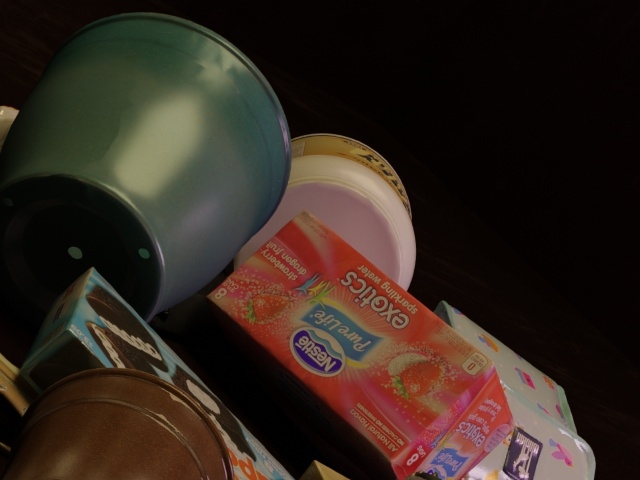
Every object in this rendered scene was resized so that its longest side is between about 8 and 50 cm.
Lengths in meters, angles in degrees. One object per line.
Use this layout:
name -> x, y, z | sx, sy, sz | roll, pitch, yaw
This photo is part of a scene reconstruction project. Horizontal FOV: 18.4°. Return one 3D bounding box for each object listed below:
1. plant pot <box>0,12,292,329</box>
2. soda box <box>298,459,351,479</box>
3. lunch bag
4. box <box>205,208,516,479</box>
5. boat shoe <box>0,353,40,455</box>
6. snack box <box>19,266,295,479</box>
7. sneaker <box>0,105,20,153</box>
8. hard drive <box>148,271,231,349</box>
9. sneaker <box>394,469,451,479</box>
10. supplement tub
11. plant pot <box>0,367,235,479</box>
plant pot -> -0.191, -0.043, 1.875 | 0.271, 0.271, 0.255 | 37, 33, -6
soda box -> 0.023, 0.277, 1.793 | 0.061, 0.058, 0.181 | 32, 13, -27
lunch bag -> 0.192, 0.230, 2.283 | 0.223, 0.160, 0.262 | 36, 22, -25
box -> 0.040, 0.127, 2.063 | 0.300, 0.154, 0.142 | 40, -15, 33
boat shoe -> -0.274, 0.111, 1.520 | 0.190, 0.068, 0.072 | 33, 23, -23
snack box -> -0.108, 0.177, 1.638 | 0.322, 0.060, 0.187 | 47, 9, -11
sneaker -> -0.345, -0.064, 1.968 | 0.121, 0.099, 0.262 | 49, 21, 17
hard drive -> -0.172, 0.040, 2.149 | 0.172, 0.054, 0.254 | 45, 13, 32
sneaker -> 0.079, 0.286, 1.889 | 0.078, 0.106, 0.234 | 30, -15, 1
supplement tub -> 0.000, 0.000, 2.386 | 0.228, 0.228, 0.316 | 37, 9, -6
plant pot -> -0.155, 0.193, 1.341 | 0.167, 0.167, 0.165 | 37, 19, -3
